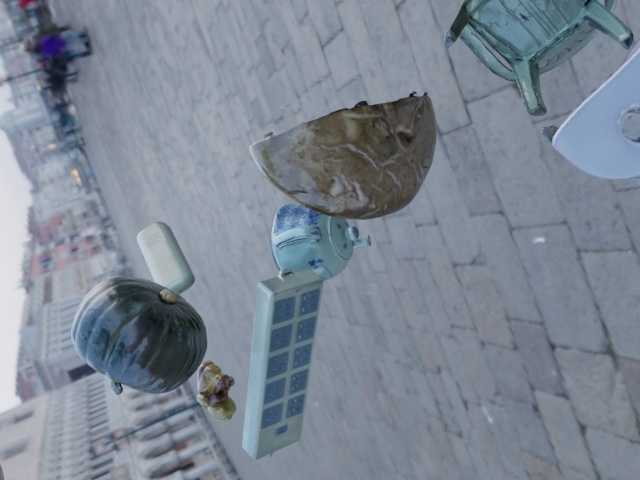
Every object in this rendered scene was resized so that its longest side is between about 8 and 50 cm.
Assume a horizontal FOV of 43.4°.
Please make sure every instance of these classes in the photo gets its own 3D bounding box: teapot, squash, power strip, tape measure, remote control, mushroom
[{"bbox_3d":[0.000,0.000,1.437,0.232,0.159,0.159,9,-128,-62],"label":"teapot"},{"bbox_3d":[-0.286,0.151,1.278,0.218,0.172,0.218,45,-167,-13],"label":"squash"},{"bbox_3d":[-0.065,0.212,1.315,0.043,0.106,0.367,35,128,41],"label":"power strip"},{"bbox_3d":[0.350,-0.117,0.714,0.197,0.120,0.236,46,123,12],"label":"tape measure"},{"bbox_3d":[-0.363,0.039,1.873,0.309,0.090,0.038,48,168,55],"label":"remote control"},{"bbox_3d":[0.052,-0.102,1.088,0.156,0.286,0.151,-16,90,62],"label":"mushroom"}]

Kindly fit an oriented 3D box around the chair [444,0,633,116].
[{"bbox_3d":[0.287,-0.280,1.040,0.190,0.203,0.274,46,-154,-13],"label":"chair"}]

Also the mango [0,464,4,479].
[{"bbox_3d":[-0.535,0.275,0.974,0.301,0.220,0.445,24,145,6],"label":"mango"}]

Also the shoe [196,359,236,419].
[{"bbox_3d":[-0.189,0.273,1.443,0.069,0.072,0.109,20,110,43],"label":"shoe"}]
